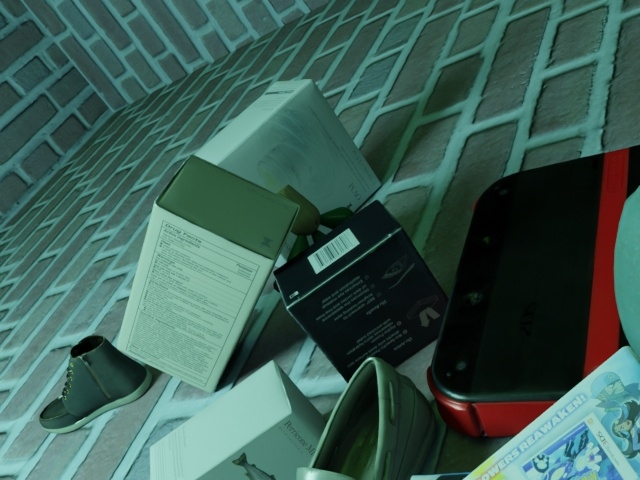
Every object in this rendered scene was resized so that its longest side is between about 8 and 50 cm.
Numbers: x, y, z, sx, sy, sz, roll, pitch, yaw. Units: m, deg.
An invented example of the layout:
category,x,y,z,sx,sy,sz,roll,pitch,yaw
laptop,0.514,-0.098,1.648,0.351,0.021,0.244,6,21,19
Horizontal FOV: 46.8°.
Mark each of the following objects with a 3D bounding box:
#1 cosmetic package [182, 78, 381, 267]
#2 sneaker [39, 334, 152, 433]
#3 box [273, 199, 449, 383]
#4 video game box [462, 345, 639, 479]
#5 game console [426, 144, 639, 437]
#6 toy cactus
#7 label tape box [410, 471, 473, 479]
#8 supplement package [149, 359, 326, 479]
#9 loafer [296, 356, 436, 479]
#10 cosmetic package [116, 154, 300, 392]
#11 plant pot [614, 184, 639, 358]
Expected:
category,x,y,z,sx,sy,sz,roll,pitch,yaw
cosmetic package,-0.060,-0.109,1.226,0.225,0.224,0.138,-45,27,-16
sneaker,-0.392,0.227,1.196,0.222,0.118,0.083,-27,28,18
box,0.054,0.066,0.874,0.156,0.158,0.093,-35,28,2
video game box,0.146,0.186,0.394,0.205,0.048,0.187,-44,33,12
game console,0.298,0.032,0.769,0.342,0.060,0.386,-10,37,32
toy cactus,0.000,0.000,1.046,0.219,0.180,0.112,-43,6,-23
label tape box,0.141,0.306,0.429,0.249,0.115,0.347,-16,31,35
supplement package,-0.085,0.240,0.819,0.179,0.105,0.105,-36,26,3
loafer,0.010,0.250,0.677,0.112,0.111,0.319,-13,34,39
cosmetic package,-0.158,0.056,0.984,0.309,0.160,0.113,-61,4,43
plant pot,0.348,0.039,0.345,0.341,0.341,0.334,-38,25,-3
